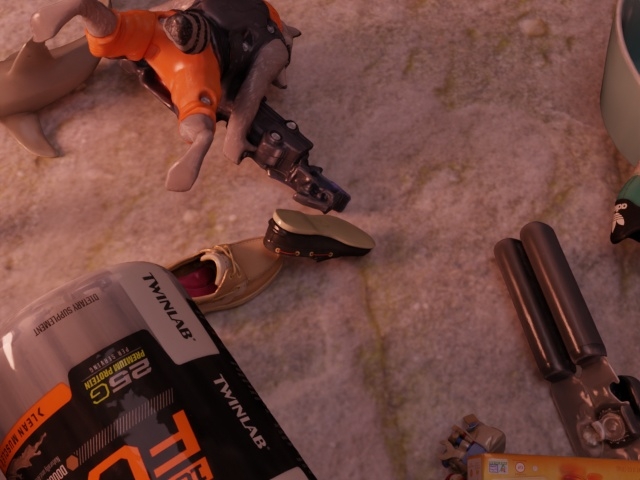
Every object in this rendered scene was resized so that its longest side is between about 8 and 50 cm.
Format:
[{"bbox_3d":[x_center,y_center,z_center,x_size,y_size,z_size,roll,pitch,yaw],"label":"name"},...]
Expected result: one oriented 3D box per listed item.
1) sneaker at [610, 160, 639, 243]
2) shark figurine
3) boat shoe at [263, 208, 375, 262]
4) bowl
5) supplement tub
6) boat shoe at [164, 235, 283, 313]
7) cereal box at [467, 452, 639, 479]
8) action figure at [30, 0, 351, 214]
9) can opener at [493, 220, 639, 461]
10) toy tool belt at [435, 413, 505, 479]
[{"bbox_3d":[0.461,0.034,1.021,0.302,0.108,0.121,34,76,5],"label":"sneaker"},{"bbox_3d":[-0.293,-0.211,0.986,0.166,0.116,0.278,41,63,10],"label":"shark figurine"},{"bbox_3d":[-0.001,-0.001,0.959,0.133,0.042,0.049,9,30,-36],"label":"boat shoe"},{"bbox_3d":[0.467,-0.176,1.095,0.311,0.163,0.312,5,61,-9],"label":"bowl"},{"bbox_3d":[-0.122,0.202,0.735,0.207,0.207,0.338,-30,71,-25],"label":"supplement tub"},{"bbox_3d":[-0.107,0.036,0.915,0.170,0.059,0.063,-28,69,-26],"label":"boat shoe"},{"bbox_3d":[0.219,0.316,0.808,0.173,0.047,0.240,5,72,-11],"label":"cereal box"},{"bbox_3d":[-0.089,-0.167,0.942,0.341,0.178,0.330,37,29,1],"label":"action figure"},{"bbox_3d":[0.274,0.117,0.959,0.095,0.076,0.283,11,53,-44],"label":"can opener"},{"bbox_3d":[0.139,0.207,0.884,0.083,0.052,0.051,-37,48,-26],"label":"toy tool belt"}]
